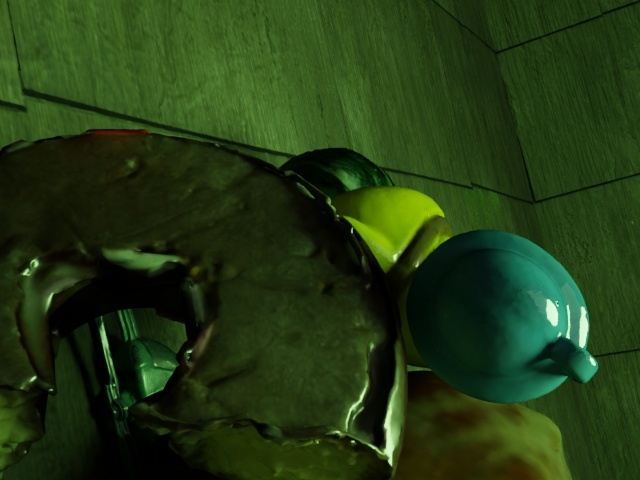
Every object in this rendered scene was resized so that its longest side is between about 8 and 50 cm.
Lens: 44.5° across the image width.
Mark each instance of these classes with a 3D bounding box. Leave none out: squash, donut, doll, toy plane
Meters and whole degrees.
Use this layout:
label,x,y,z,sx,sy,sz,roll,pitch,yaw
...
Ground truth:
label,x,y,z,sx,sy,sz,roll,pitch,yaw
squash,0.005,0.002,0.888,0.218,0.172,0.218,-8,105,-31
donut,-0.123,0.047,0.518,0.136,0.345,0.259,102,-12,-47
doll,0.084,0.039,0.627,0.199,0.363,0.145,34,85,-29
toy plane,-0.155,0.111,0.672,0.096,0.060,0.234,-25,103,-50

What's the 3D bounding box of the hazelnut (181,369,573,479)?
label,x,y,z,sx,sy,sz,roll,pitch,yaw
hazelnut,0.038,0.272,0.627,0.366,0.366,0.365,39,43,-49
